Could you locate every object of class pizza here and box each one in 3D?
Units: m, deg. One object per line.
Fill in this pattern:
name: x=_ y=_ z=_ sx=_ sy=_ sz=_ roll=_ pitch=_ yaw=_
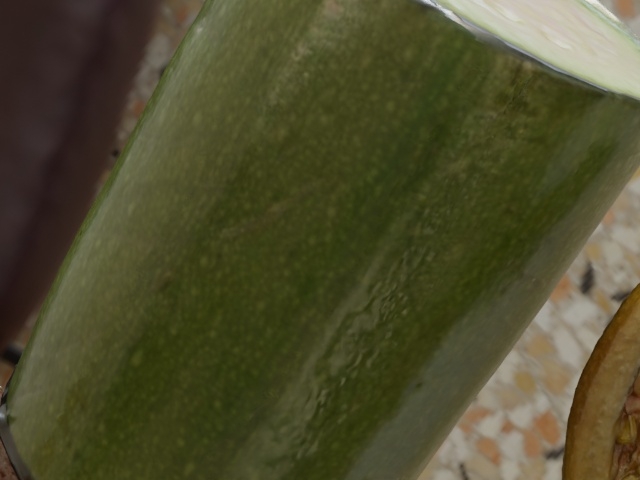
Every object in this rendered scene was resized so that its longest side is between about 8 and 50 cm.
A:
pizza: x=0.189 y=0.087 z=1.017 sx=0.041 sy=0.131 sz=0.178 roll=23 pitch=76 yaw=50

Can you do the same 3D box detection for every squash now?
squash: x=0.000 y=0.000 z=1.110 sx=0.263 sy=0.263 sz=0.384 roll=47 pitch=117 yaw=32

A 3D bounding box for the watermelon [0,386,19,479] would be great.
watermelon: x=-0.236 y=0.180 z=1.207 sx=0.202 sy=0.136 sz=0.207 roll=-34 pitch=47 yaw=32
